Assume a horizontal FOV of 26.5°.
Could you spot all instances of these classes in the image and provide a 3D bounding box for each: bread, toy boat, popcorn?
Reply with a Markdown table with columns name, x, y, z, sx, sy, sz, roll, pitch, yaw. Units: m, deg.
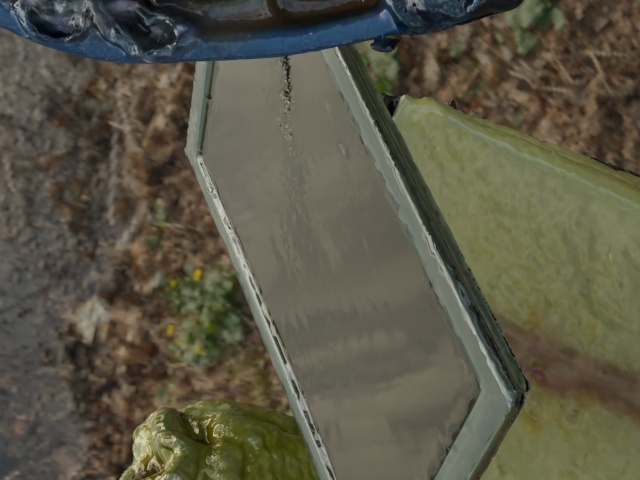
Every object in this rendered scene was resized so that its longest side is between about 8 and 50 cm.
| name | x | y | z | sx | sy | sz | roll | pitch | yaw |
| --- | --- | --- | --- | --- | --- | --- | --- | --- | --- |
| bread | 0.206 | 0.082 | 1.180 | 0.405 | 0.242 | 0.346 | 21 | 106 | 8 |
| toy boat | -0.025 | -0.103 | 0.424 | 0.223 | 0.097 | 0.100 | -7 | 92 | 13 |
| popcorn | -0.074 | 0.232 | 1.064 | 0.173 | 0.286 | 0.225 | -20 | 94 | 36 |

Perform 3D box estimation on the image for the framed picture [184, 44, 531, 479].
| name | x | y | z | sx | sy | sz | roll | pitch | yaw |
| --- | --- | --- | --- | --- | --- | --- | --- | --- | --- |
| framed picture | 0.000 | 0.000 | 0.608 | 0.018 | 0.231 | 0.293 | -14 | 60 | -19 |
